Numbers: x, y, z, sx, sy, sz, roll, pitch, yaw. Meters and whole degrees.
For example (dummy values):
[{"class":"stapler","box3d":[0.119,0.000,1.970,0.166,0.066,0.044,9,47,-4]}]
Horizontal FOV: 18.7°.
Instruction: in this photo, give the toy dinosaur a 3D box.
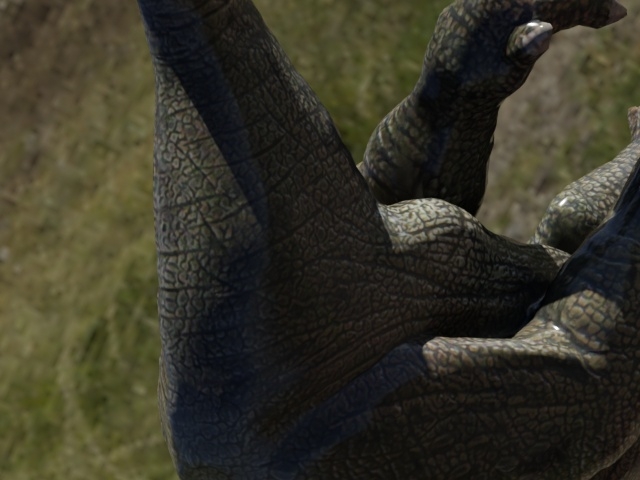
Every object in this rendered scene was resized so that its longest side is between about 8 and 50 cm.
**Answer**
[{"class":"toy dinosaur","box3d":[0.036,0.032,0.431,0.121,0.313,0.160,38,91,29]}]
